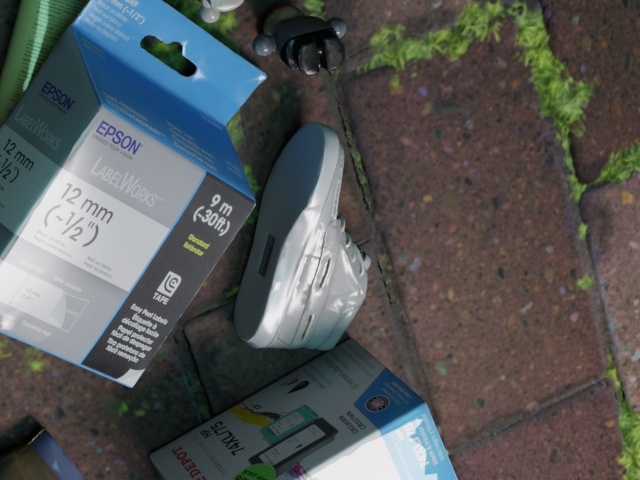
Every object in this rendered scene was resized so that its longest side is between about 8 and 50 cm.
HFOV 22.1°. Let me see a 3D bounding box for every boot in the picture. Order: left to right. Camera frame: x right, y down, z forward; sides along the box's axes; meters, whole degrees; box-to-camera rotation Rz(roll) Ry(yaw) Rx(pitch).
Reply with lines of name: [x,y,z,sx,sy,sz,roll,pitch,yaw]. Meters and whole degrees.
boot: [-0.266,0.302,1.735,0.106,0.082,0.219,-44,105,-12]
boot: [0.000,0.000,1.767,0.123,0.095,0.258,8,112,-32]

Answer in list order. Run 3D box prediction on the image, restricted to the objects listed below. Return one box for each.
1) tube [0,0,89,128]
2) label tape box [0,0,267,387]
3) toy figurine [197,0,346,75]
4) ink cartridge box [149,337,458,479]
tube: [-0.269,-0.188,1.596,0.062,0.070,0.240,20,98,10]
label tape box: [-0.195,-0.053,1.601,0.348,0.115,0.249,-55,140,3]
toy figurine: [-0.033,-0.289,1.620,0.213,0.148,0.209,29,100,-31]
ink cartridge box: [-0.008,0.280,1.788,0.270,0.198,0.197,-29,117,-13]
